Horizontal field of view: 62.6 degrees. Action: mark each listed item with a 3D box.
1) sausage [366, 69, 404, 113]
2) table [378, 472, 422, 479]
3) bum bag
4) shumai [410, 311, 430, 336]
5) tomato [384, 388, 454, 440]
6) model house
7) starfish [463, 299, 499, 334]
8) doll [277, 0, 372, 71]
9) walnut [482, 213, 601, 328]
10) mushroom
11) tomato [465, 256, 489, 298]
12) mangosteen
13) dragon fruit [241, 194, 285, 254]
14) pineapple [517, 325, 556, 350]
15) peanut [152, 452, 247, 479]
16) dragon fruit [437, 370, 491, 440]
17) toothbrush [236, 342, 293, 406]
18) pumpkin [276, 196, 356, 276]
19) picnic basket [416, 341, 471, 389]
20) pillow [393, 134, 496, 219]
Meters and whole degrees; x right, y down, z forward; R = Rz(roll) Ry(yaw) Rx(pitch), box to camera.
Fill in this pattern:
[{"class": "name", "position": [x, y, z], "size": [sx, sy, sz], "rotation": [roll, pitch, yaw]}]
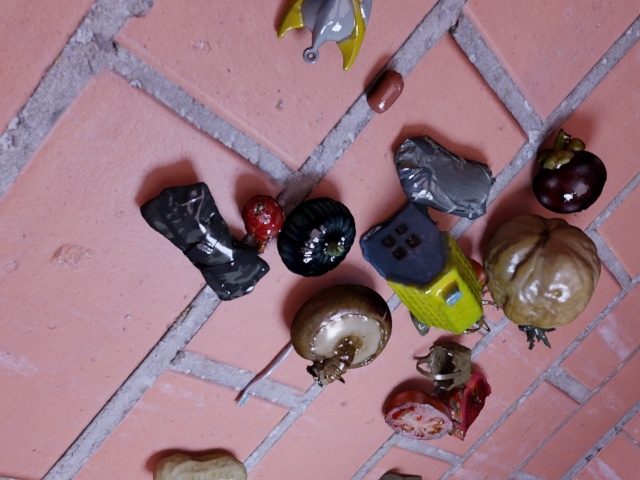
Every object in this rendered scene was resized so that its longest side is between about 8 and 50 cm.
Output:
[{"class": "sausage", "position": [0.139, -0.317, 1.124], "size": [0.054, 0.059, 0.094], "rotation": [34, 103, -17]}, {"class": "table", "position": [0.334, 0.978, 2.013], "size": [0.226, 0.167, 0.167], "rotation": [25, 106, -47]}, {"class": "bum bag", "position": [-0.229, 0.012, 1.116], "size": [0.144, 0.095, 0.340], "rotation": [-24, 129, 10]}, {"class": "shumai", "position": [0.316, 0.233, 1.560], "size": [0.080, 0.083, 0.082], "rotation": [-26, 170, 13]}, {"class": "tomato", "position": [0.326, 0.570, 1.738], "size": [0.225, 0.085, 0.225], "rotation": [7, 128, 8]}, {"class": "model house", "position": [0.268, 0.083, 1.308], "size": [0.215, 0.303, 0.237], "rotation": [-38, 131, 6]}, {"class": "starfish", "position": [0.484, 0.236, 1.656], "size": [0.190, 0.074, 0.146], "rotation": [24, 108, -37]}, {"class": "doll", "position": [0.048, -0.470, 0.954], "size": [0.145, 0.103, 0.316], "rotation": [18, 104, -31]}, {"class": "walnut", "position": [0.618, 0.097, 1.493], "size": [0.306, 0.306, 0.344], "rotation": [-31, 139, -7]}, {"class": "mushroom", "position": [0.053, 0.237, 1.374], "size": [0.297, 0.163, 0.278], "rotation": [37, 90, -40]}, {"class": "tomato", "position": [0.382, 0.119, 1.477], "size": [0.167, 0.167, 0.167], "rotation": [-14, 125, -20]}, {"class": "mangosteen", "position": [0.665, -0.186, 1.429], "size": [0.194, 0.194, 0.231], "rotation": [-29, 102, -9]}, {"class": "dragon fruit", "position": [-0.129, -0.033, 1.160], "size": [0.094, 0.094, 0.190], "rotation": [-16, 150, -19]}, {"class": "pineapple", "position": [0.706, 0.272, 1.768], "size": [0.119, 0.130, 0.277], "rotation": [-35, 132, 12]}, {"class": "peanut", "position": [-0.322, 0.651, 1.453], "size": [0.274, 0.125, 0.111], "rotation": [13, 113, -33]}, {"class": "dragon fruit", "position": [0.475, 0.517, 1.811], "size": [0.262, 0.134, 0.212], "rotation": [-30, 117, -46]}, {"class": "toothbrush", "position": [-0.139, 0.350, 1.426], "size": [0.027, 0.021, 0.269], "rotation": [38, 97, -17]}, {"class": "pumpkin", "position": [-0.008, -0.006, 1.197], "size": [0.194, 0.150, 0.194], "rotation": [-25, 161, -10]}, {"class": "picnic basket", "position": [0.387, 0.404, 1.673], "size": [0.178, 0.128, 0.138], "rotation": [-7, 102, -36]}, {"class": "pillow", "position": [0.312, -0.149, 1.299], "size": [0.335, 0.092, 0.162], "rotation": [14, 85, -32]}]
